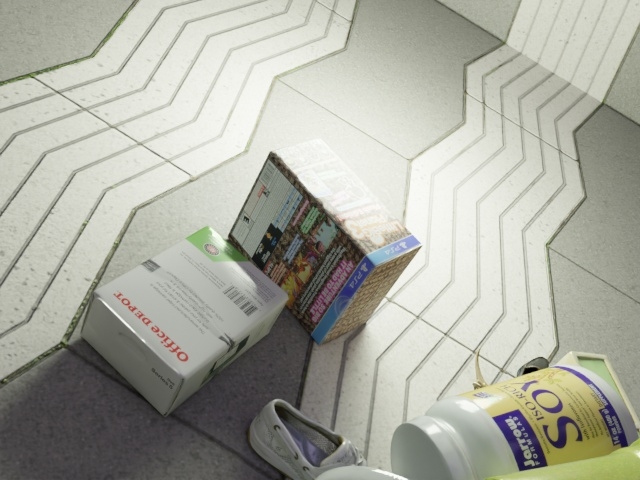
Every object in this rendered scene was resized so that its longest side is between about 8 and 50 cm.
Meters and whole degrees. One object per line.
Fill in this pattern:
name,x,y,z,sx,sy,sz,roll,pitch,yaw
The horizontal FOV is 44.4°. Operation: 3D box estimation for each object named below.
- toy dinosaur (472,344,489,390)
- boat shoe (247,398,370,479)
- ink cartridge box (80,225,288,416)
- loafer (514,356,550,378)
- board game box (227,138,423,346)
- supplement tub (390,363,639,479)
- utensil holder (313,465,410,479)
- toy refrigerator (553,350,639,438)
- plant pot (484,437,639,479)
toy dinosaur,0.311,0.291,1.492,0.093,0.053,0.183,7,51,-48
boat shoe,0.017,0.345,1.203,0.277,0.096,0.098,33,39,3
ink cartridge box,-0.216,0.121,1.275,0.198,0.114,0.273,41,40,12
loafer,0.421,0.274,1.555,0.062,0.061,0.170,41,40,13
board game box,0.000,0.000,1.445,0.141,0.232,0.291,-22,63,-44
supplement tub,0.304,0.345,1.245,0.331,0.241,0.241,-11,54,-24
utensil holder,0.006,0.500,0.861,0.328,0.327,0.385,40,42,11
toy refrigerator,0.555,0.351,1.534,0.102,0.094,0.269,10,45,-24
plant pot,0.343,0.393,1.010,0.254,0.276,0.276,2,46,-12
